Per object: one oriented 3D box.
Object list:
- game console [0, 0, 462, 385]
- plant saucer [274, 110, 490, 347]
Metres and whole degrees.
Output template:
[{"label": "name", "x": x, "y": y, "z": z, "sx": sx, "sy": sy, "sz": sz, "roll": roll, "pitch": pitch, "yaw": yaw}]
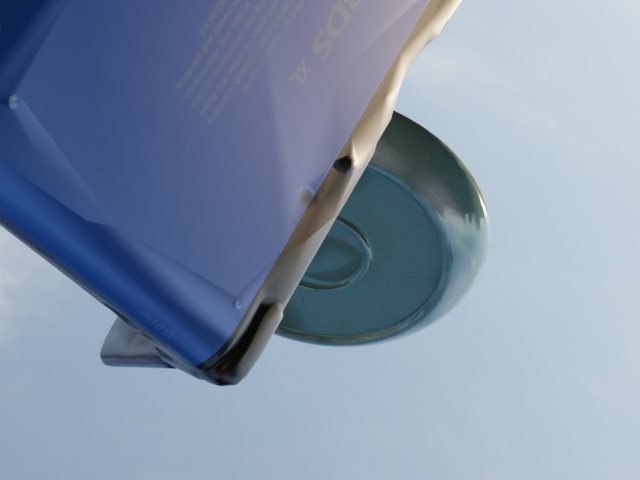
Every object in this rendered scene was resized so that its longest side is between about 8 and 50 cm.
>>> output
[{"label": "game console", "x": -0.043, "y": -0.103, "z": 0.472, "sx": 0.173, "sy": 0.250, "sz": 0.293, "roll": 15, "pitch": -112, "yaw": 41}, {"label": "plant saucer", "x": 0.000, "y": 0.000, "z": 1.060, "sx": 0.317, "sy": 0.318, "sz": 0.044, "roll": 17, "pitch": -136, "yaw": -4}]
